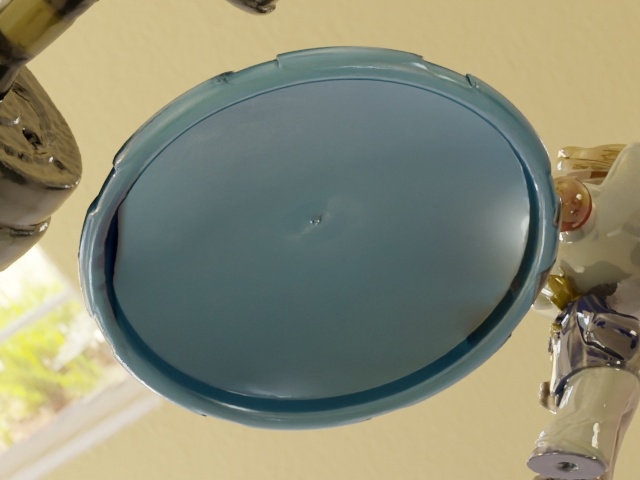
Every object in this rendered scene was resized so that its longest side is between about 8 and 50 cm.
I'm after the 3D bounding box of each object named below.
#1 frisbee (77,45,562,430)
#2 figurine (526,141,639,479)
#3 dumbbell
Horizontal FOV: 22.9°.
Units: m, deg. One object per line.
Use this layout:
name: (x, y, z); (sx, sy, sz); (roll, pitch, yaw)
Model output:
frisbee: (0.000, 0.000, 0.792); (0.242, 0.242, 0.045); (-31, 37, 13)
figurine: (0.193, 0.041, 1.094); (0.133, 0.194, 0.274); (2, 34, 16)
dumbbell: (-0.138, -0.135, 0.843); (0.388, 0.185, 0.185); (-41, 17, 13)
